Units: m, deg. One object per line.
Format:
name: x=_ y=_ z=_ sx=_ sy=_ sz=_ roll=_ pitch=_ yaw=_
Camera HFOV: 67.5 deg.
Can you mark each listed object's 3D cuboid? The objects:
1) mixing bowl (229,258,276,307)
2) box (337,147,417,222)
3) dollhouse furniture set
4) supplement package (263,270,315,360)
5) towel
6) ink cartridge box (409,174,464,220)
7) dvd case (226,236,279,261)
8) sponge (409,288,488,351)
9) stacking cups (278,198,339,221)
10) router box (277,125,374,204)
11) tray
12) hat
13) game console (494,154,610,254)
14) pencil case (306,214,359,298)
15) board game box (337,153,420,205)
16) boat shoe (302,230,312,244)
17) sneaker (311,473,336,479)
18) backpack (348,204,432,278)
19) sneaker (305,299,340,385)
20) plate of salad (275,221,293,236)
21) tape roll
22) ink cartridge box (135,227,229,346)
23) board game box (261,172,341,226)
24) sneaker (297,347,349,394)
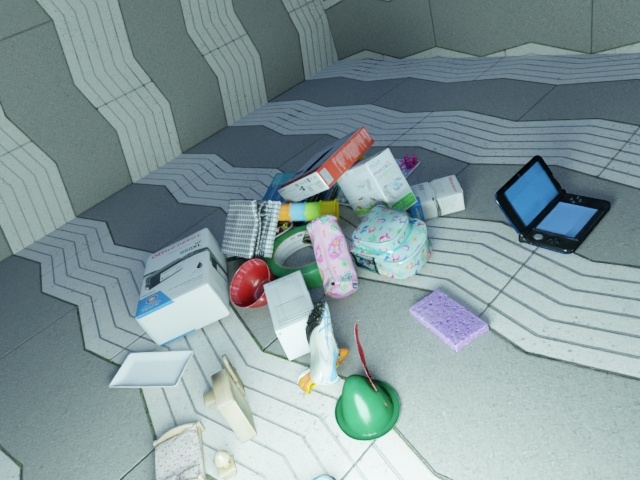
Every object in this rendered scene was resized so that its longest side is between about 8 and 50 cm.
mixing bowl: x=-0.222 y=0.167 z=1.700 sx=0.181 sy=0.098 sz=0.182 roll=-19 pitch=55 yaw=29
box: x=0.201 y=-0.200 z=1.828 sx=0.126 sy=0.231 sz=0.262 roll=-35 pitch=10 yaw=-22
dollhouse furniture set: x=-0.372 y=0.497 z=1.266 sx=0.355 sy=0.174 sz=0.303 roll=-24 pitch=33 yaw=-6
supplement package: x=-0.082 y=0.233 z=1.523 sx=0.138 sy=0.134 sz=0.244 roll=-22 pitch=33 yaw=-2
towel: x=-0.282 y=-0.046 z=1.850 sx=0.121 sy=0.235 sz=0.283 roll=12 pitch=-4 yaw=-34
ink cartridge box: x=0.440 y=-0.163 z=1.854 sx=0.203 sy=0.086 sz=0.148 roll=-14 pitch=34 yaw=10
dvd case: x=-0.288 y=0.007 z=2.053 sx=0.238 sy=0.030 sz=0.179 roll=-12 pitch=34 yaw=13
sponge: x=0.367 y=0.227 z=1.387 sx=0.117 sy=0.031 sz=0.210 roll=-31 pitch=35 yaw=-15
stacking cups: x=-0.086 y=-0.109 z=1.929 sx=0.315 sy=0.096 sz=0.096 roll=-4 pitch=36 yaw=13
router box: x=0.015 y=-0.293 z=1.916 sx=0.301 sy=0.082 sz=0.335 roll=-47 pitch=16 yaw=-27
tray: x=-0.554 y=0.433 z=1.585 sx=0.270 sy=0.030 sz=0.145 roll=-7 pitch=36 yaw=20
hat: x=0.090 y=0.362 z=1.201 sx=0.172 sy=0.184 sz=0.208 roll=-27 pitch=34 yaw=-9
game console: x=0.756 y=-0.126 z=1.555 sx=0.293 sy=0.174 sz=0.250 roll=-39 pitch=37 yaw=-25
pencil case: x=0.040 y=0.054 z=1.619 sx=0.124 sy=0.124 sz=0.284 roll=-17 pitch=64 yaw=5
board game box: x=0.197 y=-0.292 z=2.204 sx=0.389 sy=0.050 sz=0.390 roll=12 pitch=45 yaw=40
boat shoe: x=0.000 y=0.000 z=1.755 sx=0.152 sy=0.056 sz=0.049 roll=3 pitch=51 yaw=36
sneaker: x=-0.067 y=0.592 z=1.010 sx=0.261 sy=0.125 sz=0.104 roll=-36 pitch=37 yaw=-22
backpack: x=0.245 y=0.007 z=1.635 sx=0.253 sy=0.191 sz=0.225 roll=22 pitch=60 yaw=36
sneaker: x=0.011 y=0.284 z=1.332 sx=0.085 sy=0.086 sz=0.238 roll=-34 pitch=48 yaw=45
plate of salad: x=-0.209 y=-0.045 z=1.983 sx=0.199 sy=0.048 sz=0.200 roll=-19 pitch=17 yaw=6
tape roll: x=-0.055 y=0.057 z=1.815 sx=0.320 sy=0.077 sz=0.321 roll=-13 pitch=34 yaw=9
ink cartridge box: x=-0.511 y=0.161 z=1.810 sx=0.285 sy=0.166 sz=0.395 roll=-25 pitch=33 yaw=3
board game box: x=-0.096 y=-0.184 z=2.125 sx=0.335 sy=0.079 sz=0.254 roll=4 pitch=56 yaw=32
sneaker: x=0.017 y=0.370 z=1.358 sx=0.175 sy=0.064 sz=0.067 roll=-36 pitch=58 yaw=-16
